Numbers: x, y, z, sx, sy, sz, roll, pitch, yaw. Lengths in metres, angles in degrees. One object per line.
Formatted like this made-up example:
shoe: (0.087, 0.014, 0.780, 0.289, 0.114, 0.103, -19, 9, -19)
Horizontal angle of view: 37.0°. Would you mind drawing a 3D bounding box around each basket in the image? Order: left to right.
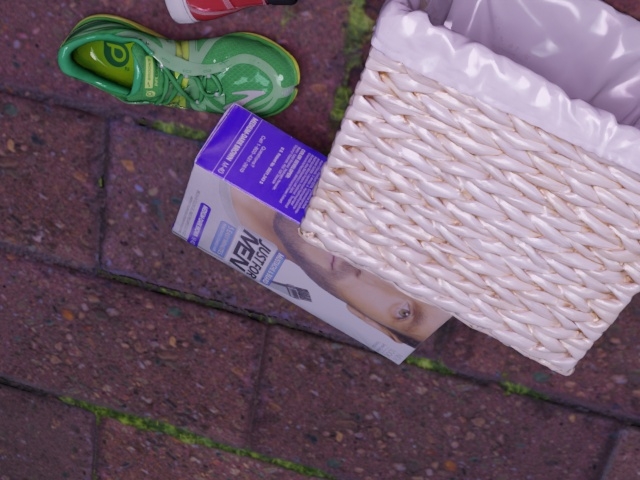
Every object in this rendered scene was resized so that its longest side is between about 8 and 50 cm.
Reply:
basket: (0.185, -0.101, 0.959, 0.331, 0.328, 0.266, 28, 123, 0)

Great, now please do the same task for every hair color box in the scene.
hair color box: (0.000, 0.000, 1.153, 0.339, 0.110, 0.185, 29, 150, -2)

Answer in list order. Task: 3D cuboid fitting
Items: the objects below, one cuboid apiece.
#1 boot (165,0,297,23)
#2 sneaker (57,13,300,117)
boot: (-0.107, -0.366, 1.041, 0.176, 0.088, 0.244, -6, 124, 18)
sneaker: (-0.170, -0.192, 1.126, 0.296, 0.123, 0.109, 10, 119, 10)
